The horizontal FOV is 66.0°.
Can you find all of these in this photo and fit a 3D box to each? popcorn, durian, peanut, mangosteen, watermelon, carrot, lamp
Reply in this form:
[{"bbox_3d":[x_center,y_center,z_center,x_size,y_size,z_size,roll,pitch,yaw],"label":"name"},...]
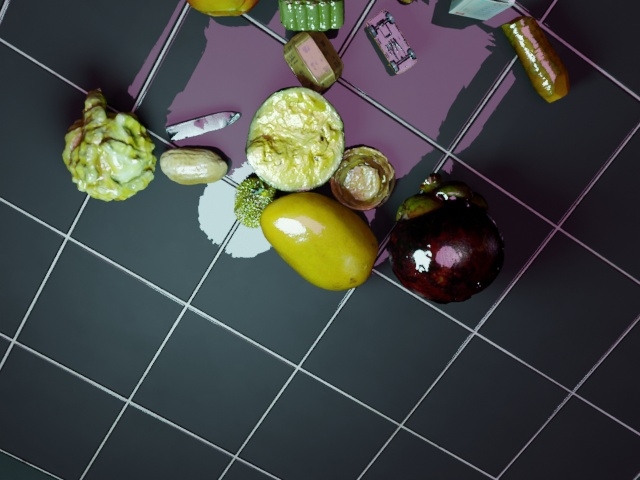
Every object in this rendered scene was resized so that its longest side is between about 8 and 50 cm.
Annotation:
[{"bbox_3d":[-0.671,-0.289,1.590,0.279,0.274,0.336,26,61,-32],"label":"popcorn"},{"bbox_3d":[-0.219,-0.138,1.698,0.146,0.159,0.198,7,121,-34],"label":"durian"},{"bbox_3d":[-0.431,-0.251,1.683,0.224,0.129,0.129,5,106,-3],"label":"peanut"},{"bbox_3d":[0.414,0.006,1.656,0.380,0.421,0.381,2,146,1],"label":"mangosteen"},{"bbox_3d":[-0.083,-0.337,1.630,0.330,0.189,0.331,-4,115,-9],"label":"watermelon"},{"bbox_3d":[0.705,-0.593,1.598,0.114,0.114,0.302,-33,102,9],"label":"carrot"},{"bbox_3d":[-0.024,-0.575,1.576,0.161,0.161,0.185,-33,110,9],"label":"lamp"}]

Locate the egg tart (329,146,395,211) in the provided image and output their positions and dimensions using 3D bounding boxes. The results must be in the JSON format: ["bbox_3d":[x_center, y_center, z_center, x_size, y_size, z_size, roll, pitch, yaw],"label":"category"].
[{"bbox_3d":[0.147,-0.207,1.709,0.241,0.106,0.241,0,110,-1],"label":"egg tart"}]

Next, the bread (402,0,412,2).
[{"bbox_3d":[0.288,-0.814,1.566,0.110,0.044,0.083,-39,101,12],"label":"bread"}]

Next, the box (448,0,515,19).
[{"bbox_3d":[0.486,-0.731,1.474,0.135,0.269,0.079,11,105,-1],"label":"box"}]

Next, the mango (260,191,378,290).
[{"bbox_3d":[0.000,0.000,1.670,0.445,0.232,0.300,34,124,-23],"label":"mango"}]

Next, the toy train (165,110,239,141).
[{"bbox_3d":[-0.397,-0.398,1.682,0.251,0.048,0.055,-15,115,-2],"label":"toy train"}]

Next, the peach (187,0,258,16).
[{"bbox_3d":[-0.296,-0.846,1.422,0.289,0.372,0.373,-9,110,-37],"label":"peach"}]

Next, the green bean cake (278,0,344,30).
[{"bbox_3d":[-0.026,-0.734,1.502,0.200,0.214,0.113,1,142,0],"label":"green bean cake"}]

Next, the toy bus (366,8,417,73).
[{"bbox_3d":[0.229,-0.637,1.594,0.083,0.088,0.194,-33,101,9],"label":"toy bus"}]
